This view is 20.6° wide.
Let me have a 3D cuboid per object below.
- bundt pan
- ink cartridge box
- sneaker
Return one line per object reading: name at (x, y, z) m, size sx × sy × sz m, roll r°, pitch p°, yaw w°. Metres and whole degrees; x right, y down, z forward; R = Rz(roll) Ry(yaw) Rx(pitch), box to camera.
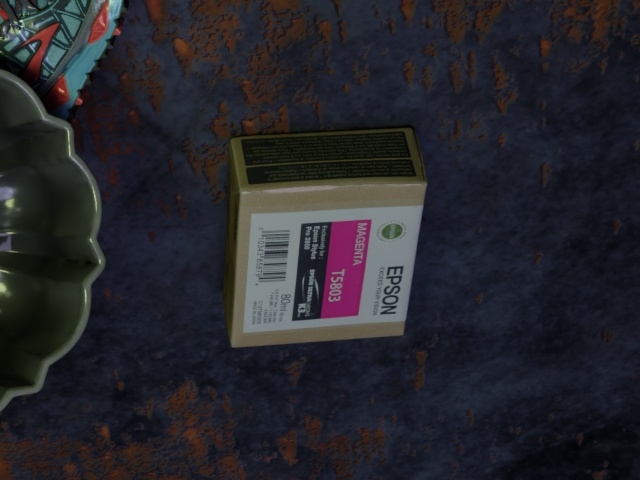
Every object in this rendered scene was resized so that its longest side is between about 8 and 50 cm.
bundt pan at (-0.361, 0.001, 1.529) m, size 0.331 × 0.331 × 0.124 m, roll 21°, pitch 171°, yaw -30°
ink cartridge box at (0.000, 0.000, 1.818) m, size 0.193 × 0.088 × 0.235 m, roll -3°, pitch 135°, yaw -8°
sneaker at (-0.247, -0.195, 1.549) m, size 0.125 × 0.104 × 0.262 m, roll 14°, pitch 130°, yaw -23°
